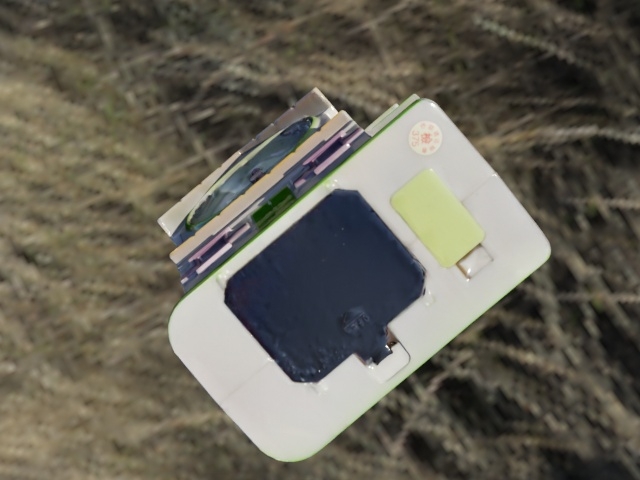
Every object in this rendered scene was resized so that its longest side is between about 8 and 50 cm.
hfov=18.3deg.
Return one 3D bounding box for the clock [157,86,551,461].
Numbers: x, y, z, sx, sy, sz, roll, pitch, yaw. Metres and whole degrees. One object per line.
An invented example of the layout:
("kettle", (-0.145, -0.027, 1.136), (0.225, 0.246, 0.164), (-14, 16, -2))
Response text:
("clock", (0.000, 0.000, 1.421), (0.166, 0.235, 0.309), (50, -179, -11))
